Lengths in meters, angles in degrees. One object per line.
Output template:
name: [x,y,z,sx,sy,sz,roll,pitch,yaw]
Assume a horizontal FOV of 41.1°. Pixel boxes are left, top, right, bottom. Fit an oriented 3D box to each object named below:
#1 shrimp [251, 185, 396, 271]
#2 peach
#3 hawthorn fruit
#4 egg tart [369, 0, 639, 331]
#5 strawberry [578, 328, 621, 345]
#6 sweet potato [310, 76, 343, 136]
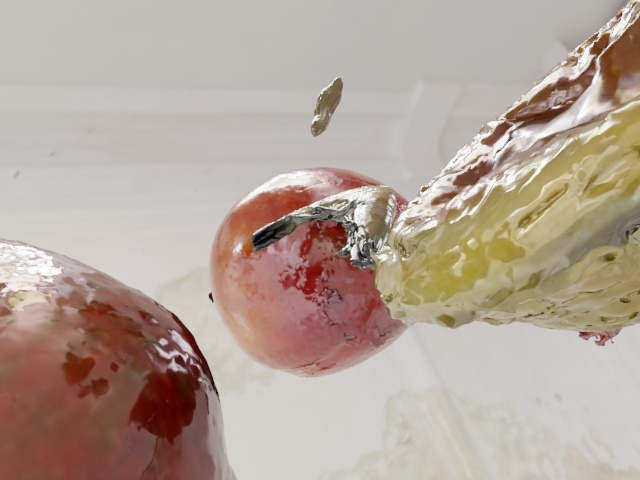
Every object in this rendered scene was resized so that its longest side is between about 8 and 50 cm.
shrimp: [0.000,0.000,1.068,0.198,0.051,0.262,-18,-157,12]
peach: [0.002,0.053,1.355,0.370,0.370,0.370,13,-136,-13]
hawthorn fruit: [-0.257,0.216,0.602,0.403,0.403,0.402,13,-136,-13]
egg tart: [0.238,-0.056,0.673,0.178,0.443,0.443,48,-136,-5]
strawberry: [0.407,0.085,1.292,0.145,0.145,0.086,32,-114,8]
sweet potato: [0.010,-0.315,2.062,0.054,0.053,0.182,10,-120,19]
